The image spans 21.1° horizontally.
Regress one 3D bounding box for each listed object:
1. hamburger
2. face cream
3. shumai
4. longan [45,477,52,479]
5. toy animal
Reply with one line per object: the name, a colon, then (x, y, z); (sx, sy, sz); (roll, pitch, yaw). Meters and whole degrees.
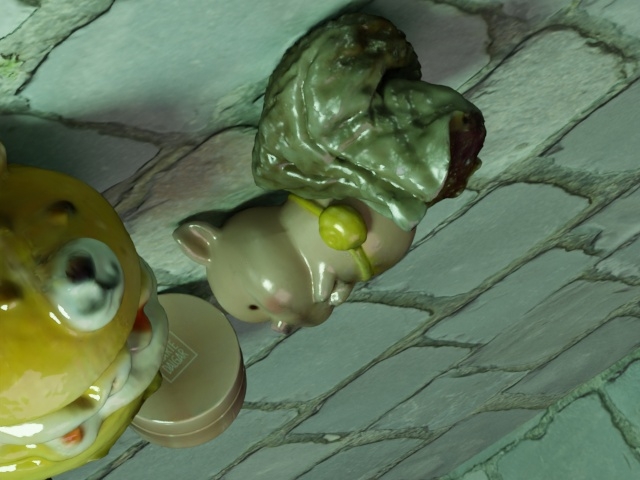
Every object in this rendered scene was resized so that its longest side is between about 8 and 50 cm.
hamburger: (-0.266, 0.050, 1.406); (0.276, 0.276, 0.236); (-22, 148, -12)
face cream: (-0.157, 0.142, 1.861); (0.149, 0.149, 0.104); (-24, 159, -8)
shumai: (0.036, -0.076, 1.533); (0.184, 0.185, 0.218); (-9, 153, -37)
longan: (-0.419, 0.313, 1.746); (0.319, 0.319, 0.319); (-23, 158, -10)
toy animal: (-0.002, -0.002, 1.728); (0.248, 0.149, 0.165); (-25, 147, 15)
